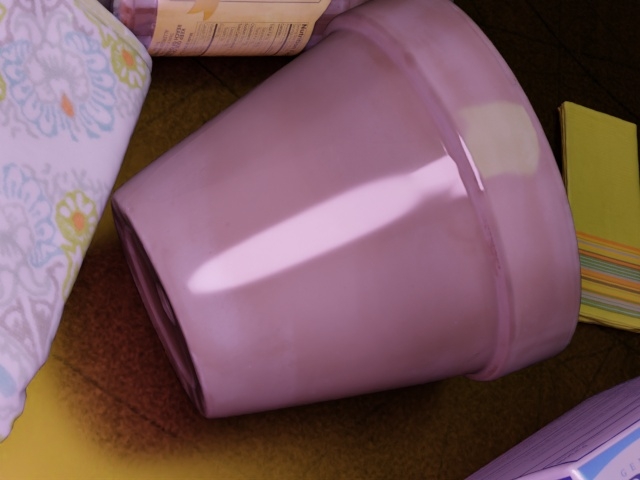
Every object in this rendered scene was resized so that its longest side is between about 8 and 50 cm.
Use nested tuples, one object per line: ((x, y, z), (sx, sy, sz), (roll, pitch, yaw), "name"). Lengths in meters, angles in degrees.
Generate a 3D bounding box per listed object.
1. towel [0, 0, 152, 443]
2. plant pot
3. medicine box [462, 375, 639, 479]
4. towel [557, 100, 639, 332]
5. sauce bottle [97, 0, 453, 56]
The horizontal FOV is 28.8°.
((-0.285, -0.087, 0.877), (0.320, 0.090, 0.375), (41, 48, -32), "towel")
((0.000, 0.000, 0.984), (0.280, 0.323, 0.323), (-24, 82, -14), "plant pot")
((0.244, 0.211, 0.997), (0.263, 0.289, 0.149), (-25, 82, -31), "medicine box")
((0.288, -0.024, 1.272), (0.102, 0.021, 0.237), (15, 64, -26), "towel")
((-0.040, -0.224, 1.140), (0.344, 0.111, 0.111), (-6, 73, -29), "sauce bottle")
